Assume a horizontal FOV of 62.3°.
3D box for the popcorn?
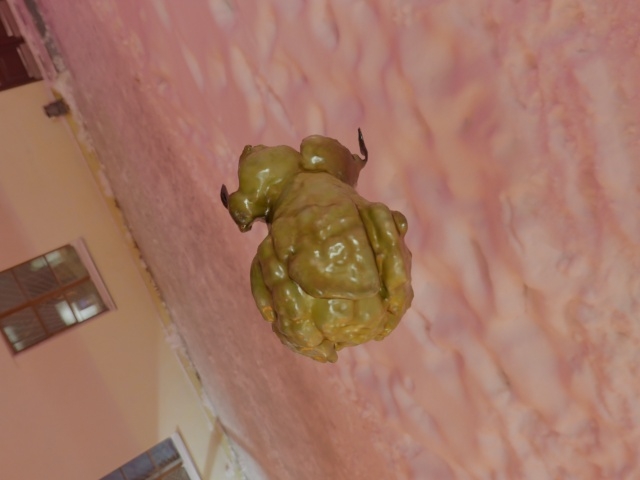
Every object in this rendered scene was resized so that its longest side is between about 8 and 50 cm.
[{"bbox_3d":[0.004,0.005,0.489,0.195,0.174,0.168,63,-172,34],"label":"popcorn"}]
